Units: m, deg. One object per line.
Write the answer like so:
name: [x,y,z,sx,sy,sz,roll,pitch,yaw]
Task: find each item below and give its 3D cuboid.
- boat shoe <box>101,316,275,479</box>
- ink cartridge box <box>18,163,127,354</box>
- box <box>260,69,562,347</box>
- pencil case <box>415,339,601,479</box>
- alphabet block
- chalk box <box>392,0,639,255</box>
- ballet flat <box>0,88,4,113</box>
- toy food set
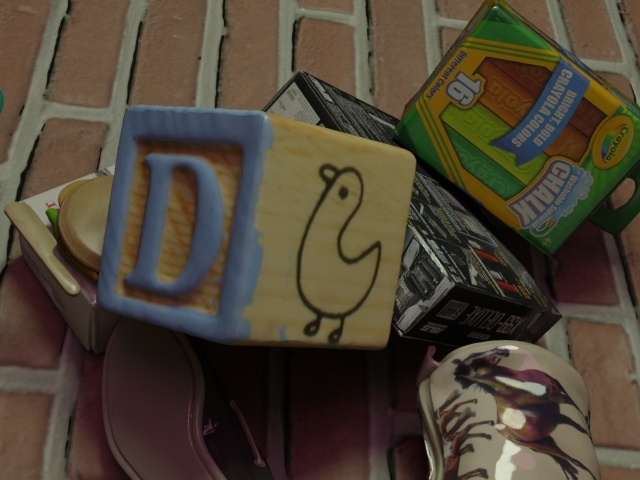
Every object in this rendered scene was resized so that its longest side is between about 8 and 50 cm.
boat shoe: [-0.108,0.207,0.913,0.112,0.095,0.335,-35,54,6]
ink cartridge box: [-0.183,-0.002,1.060,0.217,0.092,0.158,-27,60,-28]
box: [0.095,-0.025,1.070,0.242,0.076,0.307,16,34,-52]
pencil case: [0.156,0.281,0.848,0.183,0.160,0.410,19,47,-16]
alphabet block: [-0.057,-0.010,0.905,0.193,0.193,0.197,12,3,43]
chalk box: [0.251,-0.115,1.136,0.289,0.180,0.179,36,20,-3]
ballet flat: [-0.449,-0.103,1.100,0.086,0.086,0.248,25,50,9]
toy food set: [-0.196,-0.014,0.988,0.192,0.039,0.132,-26,67,-35]
